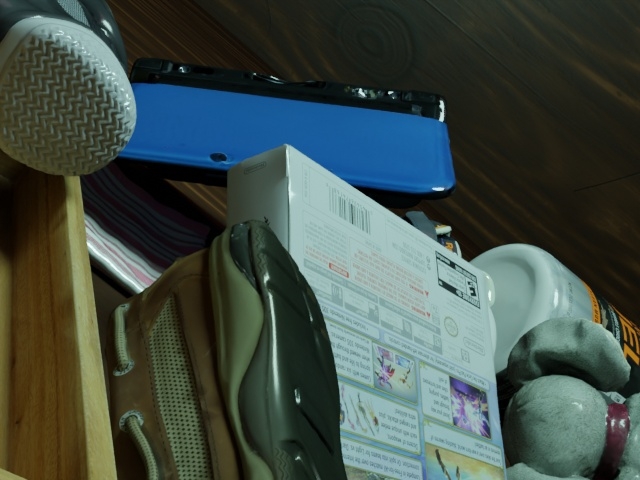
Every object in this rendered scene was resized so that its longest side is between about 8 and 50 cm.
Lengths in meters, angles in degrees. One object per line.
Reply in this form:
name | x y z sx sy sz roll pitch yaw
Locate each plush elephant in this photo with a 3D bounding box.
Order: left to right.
plush elephant | 0.290 0.226 0.936 0.255 0.272 0.330 9 -43 27

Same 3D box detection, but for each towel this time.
towel | -0.158 -0.013 0.791 0.144 0.029 0.197 38 12 -13

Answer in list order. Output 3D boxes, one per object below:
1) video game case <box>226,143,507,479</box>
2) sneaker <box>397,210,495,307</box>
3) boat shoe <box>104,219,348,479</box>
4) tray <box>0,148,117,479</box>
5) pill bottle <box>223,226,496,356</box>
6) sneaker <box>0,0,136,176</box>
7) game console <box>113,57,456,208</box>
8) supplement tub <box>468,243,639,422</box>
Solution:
video game case | 0.039 0.098 0.664 0.269 0.061 0.244 29 50 -46
sneaker | 0.075 0.019 1.073 0.321 0.127 0.126 24 60 -44
boat shoe | -0.048 0.130 0.431 0.324 0.120 0.122 -99 165 -50
tray | -0.220 -0.009 0.478 0.203 0.076 0.411 35 13 -30
pill bottle | 0.032 0.056 0.866 0.264 0.146 0.146 32 15 -36
sneaker | -0.221 -0.156 0.593 0.268 0.101 0.153 45 10 -15
game console | -0.039 -0.058 0.867 0.293 0.173 0.250 8 -31 1
supplement tub | 0.318 0.168 1.233 0.338 0.207 0.207 35 14 -30
